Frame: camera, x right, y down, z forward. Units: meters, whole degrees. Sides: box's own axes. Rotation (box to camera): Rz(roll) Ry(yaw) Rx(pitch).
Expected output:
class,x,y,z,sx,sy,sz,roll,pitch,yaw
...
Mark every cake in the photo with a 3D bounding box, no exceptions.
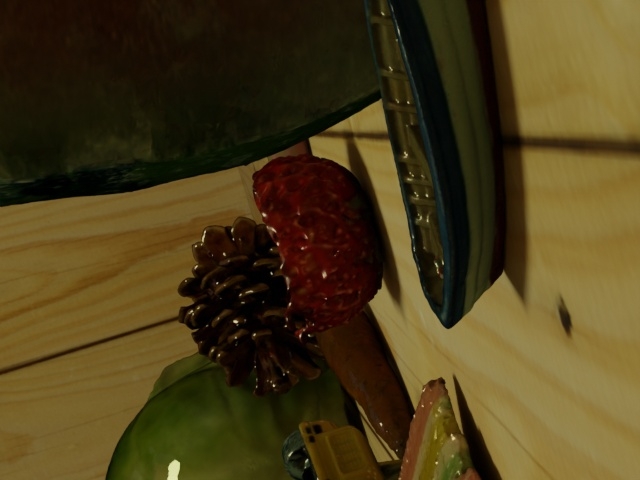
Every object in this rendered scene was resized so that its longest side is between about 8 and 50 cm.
class,x,y,z,sx,sy,sz,roll,pitch,yaw
cake,0.076,0.209,1.015,0.109,0.090,0.225,-107,3,-52

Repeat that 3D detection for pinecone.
class,x,y,z,sx,sy,sz,roll,pitch,yaw
pinecone,-0.070,0.088,1.810,0.185,0.168,0.212,37,-171,-40

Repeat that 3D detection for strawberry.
class,x,y,z,sx,sy,sz,roll,pitch,yaw
strawberry,0.000,0.000,1.161,0.145,0.086,0.145,165,90,-86

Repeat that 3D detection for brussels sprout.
class,x,y,z,sx,sy,sz,roll,pitch,yaw
brussels sprout,-0.112,0.342,2.012,0.342,0.361,0.425,-121,16,-56

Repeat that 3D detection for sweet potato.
class,x,y,z,sx,sy,sz,roll,pitch,yaw
sweet potato,0.033,0.106,1.355,0.264,0.057,0.057,-117,12,-59

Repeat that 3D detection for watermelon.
class,x,y,z,sx,sy,sz,roll,pitch,yaw
watermelon,-0.096,-0.126,0.810,0.151,0.264,0.302,-115,13,-57

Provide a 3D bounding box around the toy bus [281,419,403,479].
class,x,y,z,sx,sy,sz,roll,pitch,yaw
toy bus,0.060,0.290,1.257,0.121,0.123,0.335,-112,7,-54

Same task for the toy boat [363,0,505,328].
class,x,y,z,sx,sy,sz,roll,pitch,yaw
toy boat,0.048,-0.056,0.644,0.080,0.046,0.229,-110,6,-46

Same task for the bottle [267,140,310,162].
class,x,y,z,sx,sy,sz,roll,pitch,yaw
bottle,-0.034,-0.096,1.497,0.045,0.045,0.096,-114,6,-58
